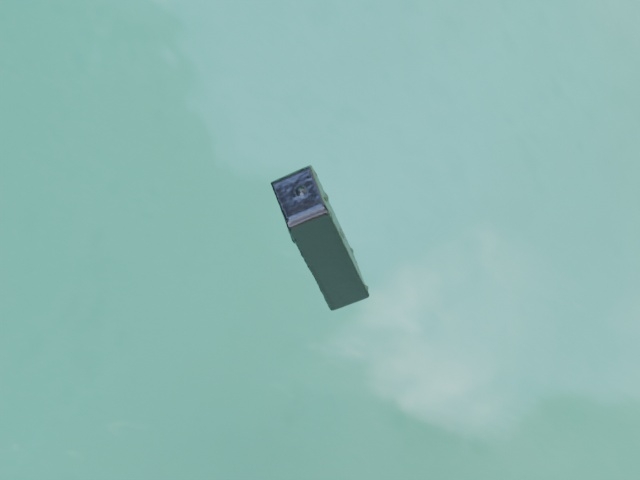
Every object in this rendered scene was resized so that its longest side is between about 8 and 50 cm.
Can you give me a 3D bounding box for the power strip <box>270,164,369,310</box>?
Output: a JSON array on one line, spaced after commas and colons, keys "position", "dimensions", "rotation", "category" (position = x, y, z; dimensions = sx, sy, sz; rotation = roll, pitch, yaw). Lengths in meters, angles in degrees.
[{"position": [0.000, 0.000, 1.057], "dimensions": [0.029, 0.111, 0.038], "rotation": [-23, 56, 2], "category": "power strip"}]
